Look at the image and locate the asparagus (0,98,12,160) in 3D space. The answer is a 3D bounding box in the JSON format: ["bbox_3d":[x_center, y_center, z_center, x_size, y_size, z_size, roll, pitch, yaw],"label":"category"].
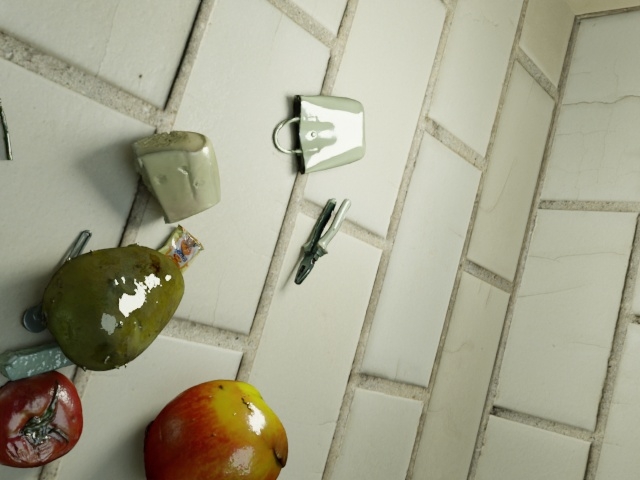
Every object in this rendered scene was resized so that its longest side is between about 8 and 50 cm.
[{"bbox_3d":[-0.678,-0.252,1.394,0.016,0.016,0.163,-13,106,-24],"label":"asparagus"}]

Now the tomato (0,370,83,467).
[{"bbox_3d":[-0.632,0.414,1.469,0.228,0.101,0.228,-6,99,-41],"label":"tomato"}]

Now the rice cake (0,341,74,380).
[{"bbox_3d":[-0.622,0.265,1.483,0.206,0.069,0.063,-10,100,-47],"label":"rice cake"}]

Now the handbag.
[{"bbox_3d":[0.001,-0.330,2.014,0.315,0.109,0.241,-13,103,-40],"label":"handbag"}]

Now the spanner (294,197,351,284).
[{"bbox_3d":[0.000,0.000,2.056,0.040,0.095,0.325,46,63,-38],"label":"spanner"}]

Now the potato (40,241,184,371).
[{"bbox_3d":[-0.470,0.130,1.501,0.270,0.219,0.359,56,31,-11],"label":"potato"}]

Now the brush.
[{"bbox_3d":[-0.604,0.090,1.512,0.062,0.027,0.266,44,61,-40],"label":"brush"}]

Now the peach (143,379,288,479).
[{"bbox_3d":[-0.274,0.541,1.692,0.370,0.370,0.370,-7,100,-45],"label":"peach"}]

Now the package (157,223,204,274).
[{"bbox_3d":[-0.372,0.029,1.729,0.121,0.031,0.108,-57,130,-24],"label":"package"}]

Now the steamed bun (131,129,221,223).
[{"bbox_3d":[-0.359,-0.165,1.648,0.200,0.170,0.226,-13,125,-12],"label":"steamed bun"}]
